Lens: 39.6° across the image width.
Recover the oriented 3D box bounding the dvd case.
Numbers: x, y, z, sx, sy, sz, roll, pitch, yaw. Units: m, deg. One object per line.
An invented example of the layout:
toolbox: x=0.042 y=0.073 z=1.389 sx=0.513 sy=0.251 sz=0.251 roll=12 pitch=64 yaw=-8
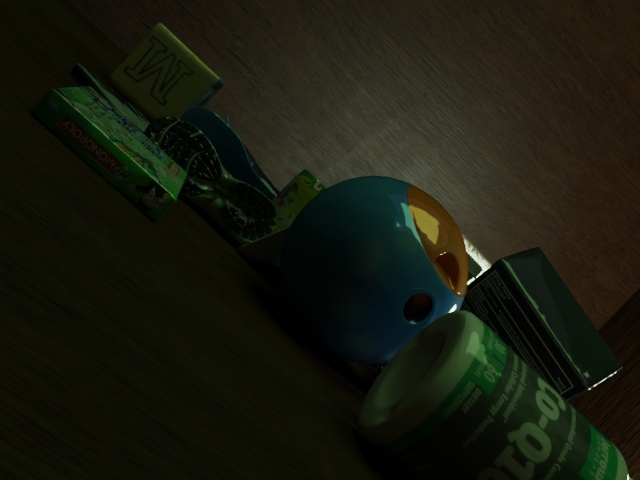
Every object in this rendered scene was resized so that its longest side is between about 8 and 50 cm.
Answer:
dvd case: x=-0.374 y=-0.238 z=1.724 sx=0.238 sy=0.029 sz=0.179 roll=47 pitch=5 yaw=41

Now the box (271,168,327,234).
box: x=-0.056 y=-0.052 z=1.835 sx=0.105 sy=0.179 sz=0.043 roll=45 pitch=4 yaw=16

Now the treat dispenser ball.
treat dispenser ball: x=0.081 y=0.045 z=1.363 sx=0.288 sy=0.288 sz=0.288 roll=43 pitch=4 yaw=-3

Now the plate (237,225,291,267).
plate: x=0.014 y=-0.005 z=1.612 sx=0.277 sy=0.278 sz=0.045 roll=30 pitch=39 yaw=-78

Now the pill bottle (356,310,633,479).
pill bottle: x=0.237 y=0.273 z=1.088 sx=0.361 sy=0.204 sz=0.204 roll=42 pitch=4 yaw=-8

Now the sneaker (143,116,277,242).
sneaker: x=-0.206 y=-0.096 z=1.573 sx=0.283 sy=0.110 sz=0.122 roll=46 pitch=-14 yaw=-4

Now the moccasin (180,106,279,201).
moccasin: x=-0.196 y=-0.137 z=1.939 sx=0.342 sy=0.138 sz=0.117 roll=57 pitch=-4 yaw=-14

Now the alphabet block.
alphabet block: x=-0.375 y=-0.391 z=2.192 sx=0.197 sy=0.193 sz=0.192 roll=43 pitch=2 yaw=-6

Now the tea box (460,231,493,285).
tea box: x=0.265 y=0.112 z=2.304 sx=0.329 sy=0.323 sz=0.220 roll=39 pitch=6 yaw=-44

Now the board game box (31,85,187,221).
board game box: x=-0.294 y=-0.137 z=1.303 sx=0.213 sy=0.046 sz=0.317 roll=43 pitch=3 yaw=-11

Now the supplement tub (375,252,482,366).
supplement tub: x=0.157 y=0.096 z=1.709 sx=0.191 sy=0.272 sz=0.191 roll=43 pitch=4 yaw=-4

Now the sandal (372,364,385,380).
sandal: x=0.132 y=0.230 z=1.480 sx=0.102 sy=0.076 sz=0.265 roll=24 pitch=1 yaw=6

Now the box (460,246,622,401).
box: x=0.384 y=0.220 z=1.793 sx=0.183 sy=0.294 sz=0.296 roll=-13 pitch=66 yaw=-48
